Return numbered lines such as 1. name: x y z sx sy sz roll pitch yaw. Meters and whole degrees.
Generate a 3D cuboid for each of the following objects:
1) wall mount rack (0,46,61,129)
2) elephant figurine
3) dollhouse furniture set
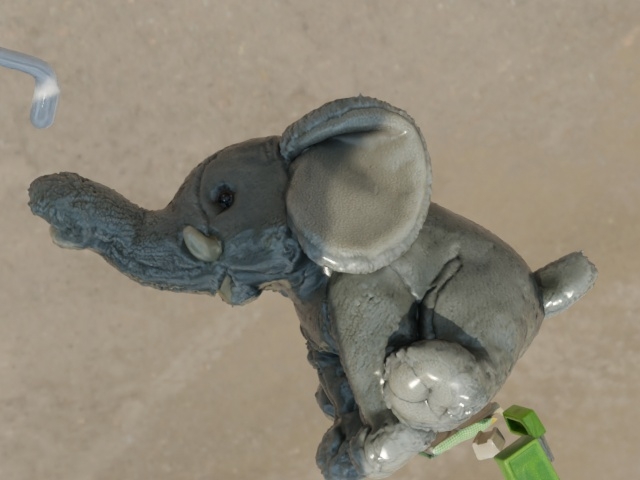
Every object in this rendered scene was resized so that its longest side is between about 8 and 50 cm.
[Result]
1. wall mount rack: -0.304 -0.028 0.912 0.131 0.350 0.304 15 107 -34
2. elephant figurine: 0.000 0.000 0.701 0.169 0.239 0.186 -39 179 30
3. dollhouse furniture set: 0.133 0.171 0.996 0.076 0.058 0.152 -31 -166 -19
